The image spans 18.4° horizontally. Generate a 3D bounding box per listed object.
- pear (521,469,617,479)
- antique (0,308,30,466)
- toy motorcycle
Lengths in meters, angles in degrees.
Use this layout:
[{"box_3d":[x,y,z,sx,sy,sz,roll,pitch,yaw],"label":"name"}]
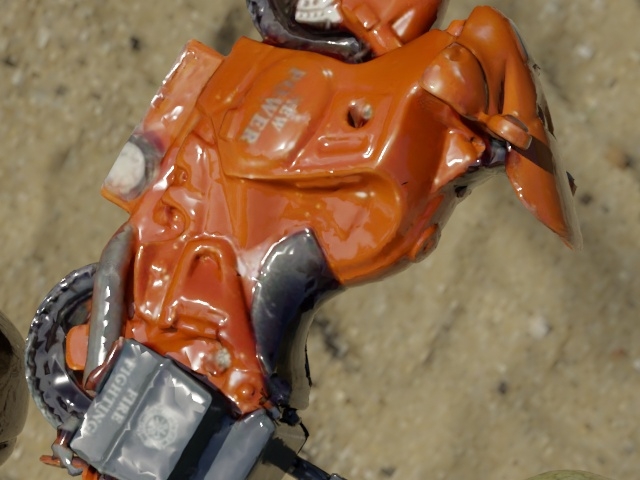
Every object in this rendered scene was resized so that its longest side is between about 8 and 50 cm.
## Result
[{"box_3d":[0.130,0.186,0.921,0.167,0.136,0.167,33,8,-5],"label":"pear"},{"box_3d":[-0.287,0.077,1.190,0.223,0.129,0.278,9,7,-13],"label":"antique"},{"box_3d":[0.000,0.000,0.950,0.221,0.326,0.148,31,1,21],"label":"toy motorcycle"}]
